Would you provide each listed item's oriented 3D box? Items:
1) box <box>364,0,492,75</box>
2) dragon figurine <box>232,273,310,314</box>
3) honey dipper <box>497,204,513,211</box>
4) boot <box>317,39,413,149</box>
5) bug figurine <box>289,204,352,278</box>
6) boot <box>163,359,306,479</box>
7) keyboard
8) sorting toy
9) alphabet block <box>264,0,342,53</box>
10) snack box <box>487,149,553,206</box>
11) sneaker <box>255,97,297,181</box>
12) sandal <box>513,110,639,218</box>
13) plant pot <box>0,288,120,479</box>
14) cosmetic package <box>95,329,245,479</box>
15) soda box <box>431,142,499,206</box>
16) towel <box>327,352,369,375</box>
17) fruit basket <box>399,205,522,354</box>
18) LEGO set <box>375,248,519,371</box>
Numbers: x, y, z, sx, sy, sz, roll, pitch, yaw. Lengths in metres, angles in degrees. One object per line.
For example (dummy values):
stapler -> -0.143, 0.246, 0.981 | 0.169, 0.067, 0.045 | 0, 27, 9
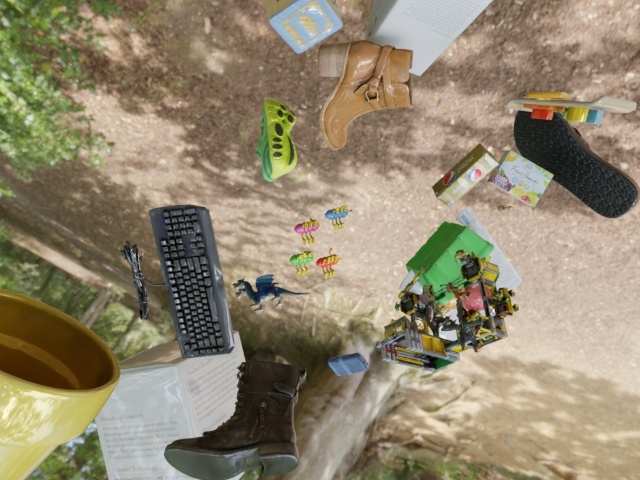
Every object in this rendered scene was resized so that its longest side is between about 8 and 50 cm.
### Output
box -> 0.246, -0.564, 1.071 | 0.168, 0.215, 0.345 | 16, 167, -13
dragon figurine -> -0.190, 0.177, 1.759 | 0.289, 0.144, 0.085 | -18, 144, 11
honey dipper -> 0.746, -0.130, 1.936 | 0.030, 0.030, 0.160 | 27, -176, 5
boot -> 0.113, -0.339, 1.169 | 0.220, 0.109, 0.283 | 8, 127, 13
bug figurine -> 0.000, 0.000, 1.603 | 0.072, 0.216, 0.279 | 42, 132, 43
boot -> -0.154, 0.335, 0.942 | 0.263, 0.229, 0.091 | 4, 126, -8
keyboard -> -0.290, 0.089, 0.957 | 0.201, 0.317, 0.033 | -6, -166, 9
sorting toy -> 0.516, -0.269, 1.004 | 0.347, 0.047, 0.196 | -7, -164, -38
alphabet block -> -0.063, -0.793, 1.617 | 0.193, 0.197, 0.192 | -22, 155, 22
snack box -> 0.546, -0.170, 1.320 | 0.141, 0.100, 0.037 | 28, -173, -6
sneaker -> -0.137, -0.288, 1.350 | 0.109, 0.295, 0.123 | 25, 134, -31
sandal -> 0.770, -0.246, 1.481 | 0.446, 0.107, 0.167 | 54, 133, 20
plant pot -> -0.445, 0.224, 0.641 | 0.254, 0.239, 0.254 | 34, 179, 1
cosmetic package -> -0.408, 0.514, 1.420 | 0.327, 0.394, 0.329 | -13, 180, 20
soda box -> 0.401, -0.180, 1.345 | 0.058, 0.061, 0.181 | 32, 120, -26
towel -> 0.083, 0.370, 1.447 | 0.119, 0.029, 0.067 | -22, 111, 37
fruit basket -> 0.424, 0.127, 1.453 | 0.353, 0.327, 0.165 | 47, 171, -31
LEGO set -> 0.262, 0.163, 1.129 | 0.192, 0.255, 0.331 | 19, 149, -28
